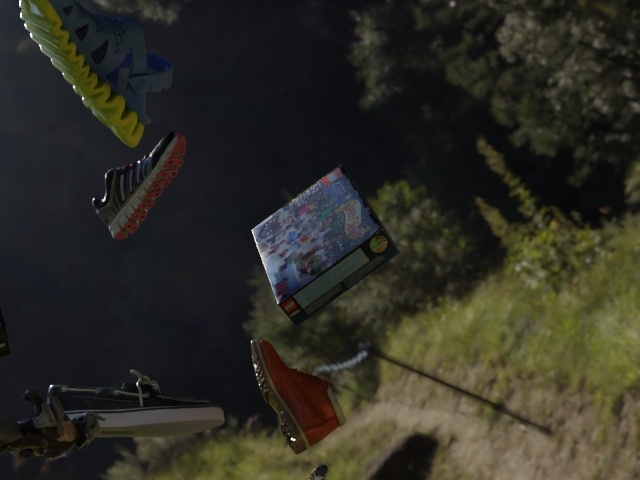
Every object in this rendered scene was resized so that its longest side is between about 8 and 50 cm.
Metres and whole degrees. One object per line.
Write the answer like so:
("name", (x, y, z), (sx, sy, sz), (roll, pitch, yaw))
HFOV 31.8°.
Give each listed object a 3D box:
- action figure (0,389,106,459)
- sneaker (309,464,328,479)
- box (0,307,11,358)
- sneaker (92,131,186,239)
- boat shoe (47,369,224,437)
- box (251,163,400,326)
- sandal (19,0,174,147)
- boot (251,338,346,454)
("action figure", (-0.425, 0.264, 1.531), (0.185, 0.285, 0.099), (-49, 54, 46))
("sneaker", (-0.007, 0.472, 2.191), (0.083, 0.031, 0.035), (-64, -18, 8))
("box", (-0.611, 0.121, 1.880), (0.077, 0.147, 0.180), (100, 151, -50))
("sneaker", (-0.249, -0.086, 1.514), (0.170, 0.075, 0.063), (-53, -11, 14))
("boat shoe", (-0.323, 0.287, 1.971), (0.113, 0.306, 0.105), (98, 169, -67))
("box", (0.000, 0.000, 1.470), (0.159, 0.044, 0.233), (-37, 26, 5))
("sandal", (-0.313, -0.276, 1.619), (0.138, 0.126, 0.317), (-45, -32, -8))
("boot", (-0.031, 0.186, 1.432), (0.084, 0.158, 0.059), (-26, -19, -15))
